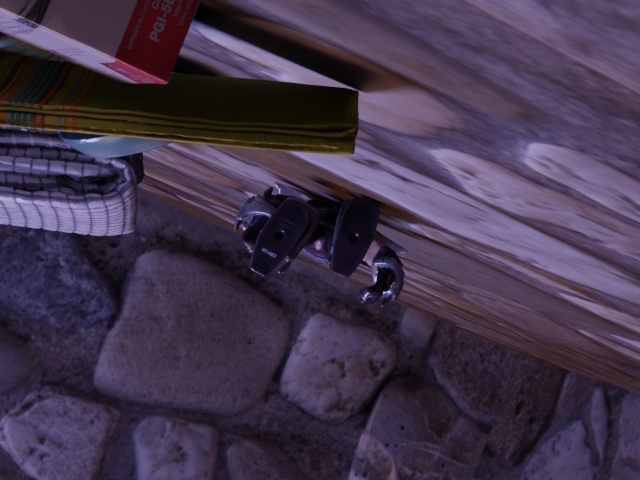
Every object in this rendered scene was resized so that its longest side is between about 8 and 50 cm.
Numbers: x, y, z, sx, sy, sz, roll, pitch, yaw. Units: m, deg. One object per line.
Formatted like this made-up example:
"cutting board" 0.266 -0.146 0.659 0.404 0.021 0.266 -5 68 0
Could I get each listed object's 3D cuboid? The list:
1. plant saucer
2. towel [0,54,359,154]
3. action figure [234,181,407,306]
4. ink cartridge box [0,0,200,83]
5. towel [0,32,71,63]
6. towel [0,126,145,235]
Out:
"plant saucer" -0.125 -0.082 1.220 0.119 0.021 0.119 -14 -164 4
"towel" -0.096 -0.082 0.963 0.237 0.021 0.102 6 -157 0
"action figure" 0.000 0.000 1.745 0.185 0.099 0.285 17 179 4
"ink cartridge box" -0.141 -0.131 0.878 0.135 0.056 0.099 23 177 -23
"towel" -0.287 -0.139 1.093 0.271 0.040 0.370 5 176 22
"towel" -0.319 -0.085 1.731 0.283 0.121 0.235 7 172 -5
